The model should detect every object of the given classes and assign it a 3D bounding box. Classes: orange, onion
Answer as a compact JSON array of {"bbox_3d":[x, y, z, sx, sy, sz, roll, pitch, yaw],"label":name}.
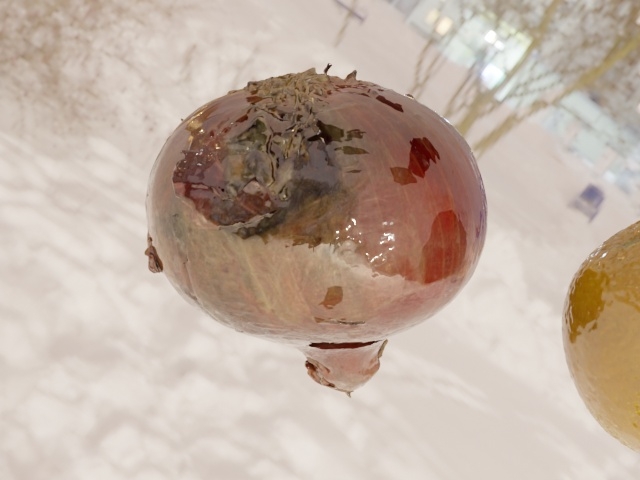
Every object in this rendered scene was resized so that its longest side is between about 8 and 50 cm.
[{"bbox_3d":[0.331,0.091,1.076,0.236,0.236,0.236,35,11,-8],"label":"orange"},{"bbox_3d":[-0.008,-0.033,1.209,0.353,0.354,0.354,35,11,-8],"label":"onion"}]
